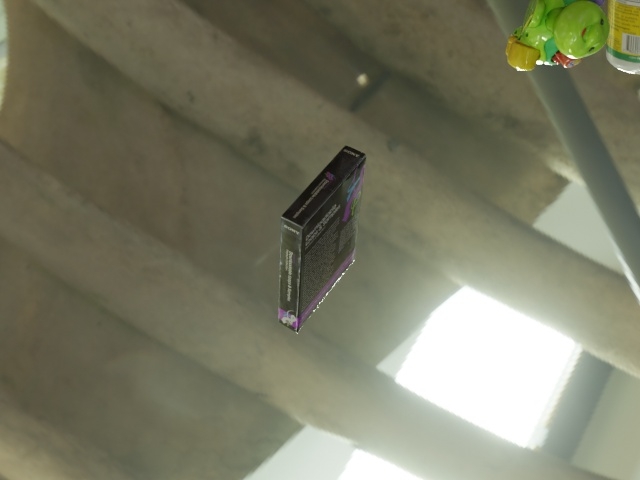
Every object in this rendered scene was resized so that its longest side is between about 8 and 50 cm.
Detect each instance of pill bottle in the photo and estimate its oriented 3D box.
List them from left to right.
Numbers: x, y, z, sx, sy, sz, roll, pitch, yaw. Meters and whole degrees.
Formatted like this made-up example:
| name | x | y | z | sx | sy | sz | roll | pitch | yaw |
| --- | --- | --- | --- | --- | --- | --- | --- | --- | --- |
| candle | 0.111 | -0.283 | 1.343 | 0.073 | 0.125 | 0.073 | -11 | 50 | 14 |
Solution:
| name | x | y | z | sx | sy | sz | roll | pitch | yaw |
| --- | --- | --- | --- | --- | --- | --- | --- | --- | --- |
| pill bottle | 0.421 | -0.325 | 1.313 | 0.117 | 0.209 | 0.118 | -5 | -149 | 3 |

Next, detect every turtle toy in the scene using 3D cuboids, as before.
| name | x | y | z | sx | sy | sz | roll | pitch | yaw |
| --- | --- | --- | --- | --- | --- | --- | --- | --- | --- |
| turtle toy | 0.195 | -0.177 | 0.845 | 0.130 | 0.066 | 0.095 | -69 | 176 | -70 |

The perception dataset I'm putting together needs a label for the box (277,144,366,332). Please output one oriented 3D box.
| name | x | y | z | sx | sy | sz | roll | pitch | yaw |
| --- | --- | --- | --- | --- | --- | --- | --- | --- | --- |
| box | 0.000 | 0.000 | 1.029 | 0.029 | 0.162 | 0.116 | 27 | -128 | 17 |
